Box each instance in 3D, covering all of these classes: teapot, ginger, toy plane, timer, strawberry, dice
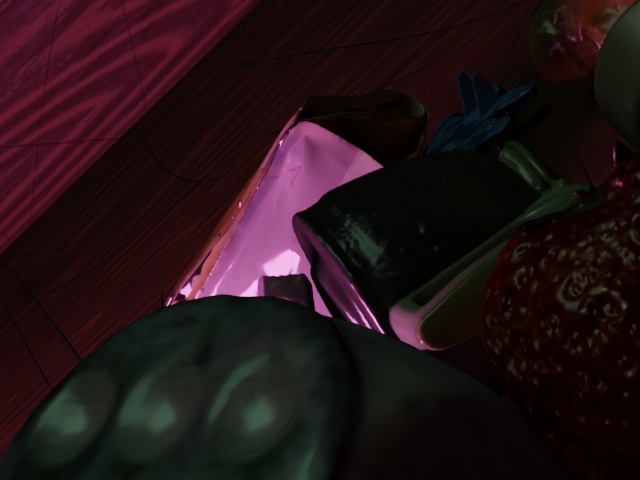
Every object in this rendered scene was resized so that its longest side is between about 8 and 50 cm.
[{"bbox_3d":[0.119,0.007,1.639,0.239,0.239,0.321,-34,-22,-5],"label":"teapot"},{"bbox_3d":[0.339,-0.255,1.911,0.270,0.123,0.219,0,53,53],"label":"ginger"},{"bbox_3d":[0.138,-0.081,2.070,0.246,0.078,0.169,-57,20,-8],"label":"toy plane"},{"bbox_3d":[0.349,-0.082,1.546,0.175,0.175,0.266,-42,36,17],"label":"timer"},{"bbox_3d":[0.246,0.085,1.299,0.257,0.257,0.277,-35,44,33],"label":"strawberry"},{"bbox_3d":[-0.030,0.258,1.255,0.328,0.348,0.330,-5,46,43],"label":"dice"}]

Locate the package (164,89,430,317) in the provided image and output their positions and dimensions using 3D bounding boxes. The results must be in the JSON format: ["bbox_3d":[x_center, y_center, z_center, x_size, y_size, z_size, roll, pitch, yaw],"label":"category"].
[{"bbox_3d":[-0.030,-0.013,1.993,0.311,0.165,0.221,-60,6,30],"label":"package"}]

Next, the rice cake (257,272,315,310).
[{"bbox_3d":[-0.016,0.171,1.648,0.106,0.050,0.298,83,-179,-73],"label":"rice cake"}]
